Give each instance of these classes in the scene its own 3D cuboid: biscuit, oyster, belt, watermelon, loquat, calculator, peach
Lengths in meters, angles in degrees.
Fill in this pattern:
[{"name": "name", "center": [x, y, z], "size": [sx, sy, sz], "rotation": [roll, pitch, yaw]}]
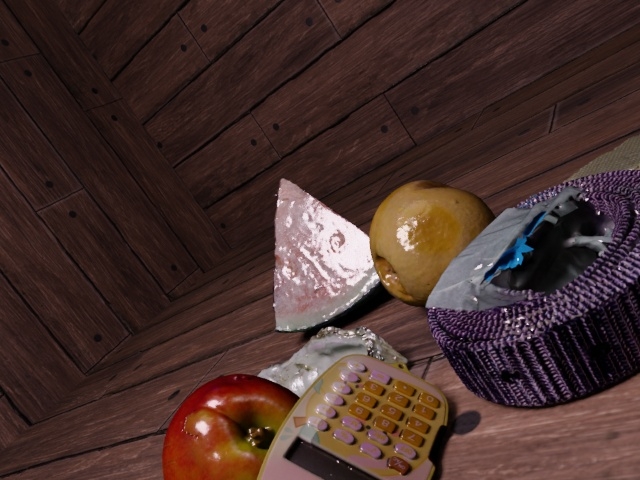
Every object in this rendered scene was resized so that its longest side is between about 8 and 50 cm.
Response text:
[{"name": "biscuit", "center": [0.456, -0.119, 0.760], "size": [0.199, 0.040, 0.121], "rotation": [-33, 12, 6]}, {"name": "oyster", "center": [-0.019, 0.207, 0.803], "size": [0.252, 0.087, 0.199], "rotation": [-42, 21, -5]}, {"name": "belt", "center": [0.268, 0.043, 0.606], "size": [0.325, 0.122, 0.260], "rotation": [-40, 19, -17]}, {"name": "watermelon", "center": [0.040, 0.017, 1.093], "size": [0.251, 0.292, 0.283], "rotation": [-1, 18, 10]}, {"name": "loquat", "center": [0.179, 0.000, 0.841], "size": [0.213, 0.213, 0.213], "rotation": [-33, 11, 7]}, {"name": "calculator", "center": [0.043, 0.207, 0.559], "size": [0.157, 0.033, 0.236], "rotation": [20, 38, 22]}, {"name": "peach", "center": [-0.096, 0.250, 0.632], "size": [0.197, 0.197, 0.197], "rotation": [-33, 11, 7]}]
